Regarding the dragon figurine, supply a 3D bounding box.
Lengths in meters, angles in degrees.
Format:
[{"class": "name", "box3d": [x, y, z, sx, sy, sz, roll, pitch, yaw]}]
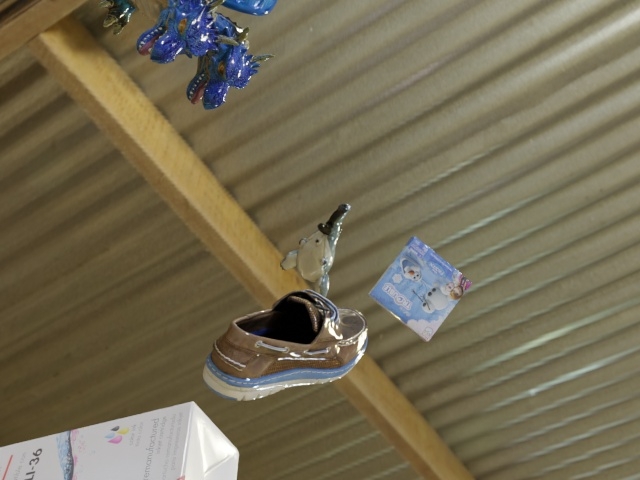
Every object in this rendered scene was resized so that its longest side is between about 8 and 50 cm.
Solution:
[{"class": "dragon figurine", "box3d": [-0.070, -0.209, 0.594, 0.144, 0.289, 0.085, 13, -34, 19]}]

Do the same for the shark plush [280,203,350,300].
[{"class": "shark plush", "box3d": [0.000, 0.000, 1.059, 0.073, 0.067, 0.161, 33, -38, 21]}]

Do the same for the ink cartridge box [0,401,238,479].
[{"class": "ink cartridge box", "box3d": [-0.157, 0.184, 0.526, 0.198, 0.115, 0.067, -17, -47, 17]}]

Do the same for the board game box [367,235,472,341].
[{"class": "board game box", "box3d": [0.117, 0.057, 0.997, 0.090, 0.020, 0.090, 38, -98, -3]}]

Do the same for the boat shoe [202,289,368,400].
[{"class": "boat shoe", "box3d": [-0.014, 0.080, 0.702, 0.066, 0.183, 0.066, 35, -62, 27]}]
